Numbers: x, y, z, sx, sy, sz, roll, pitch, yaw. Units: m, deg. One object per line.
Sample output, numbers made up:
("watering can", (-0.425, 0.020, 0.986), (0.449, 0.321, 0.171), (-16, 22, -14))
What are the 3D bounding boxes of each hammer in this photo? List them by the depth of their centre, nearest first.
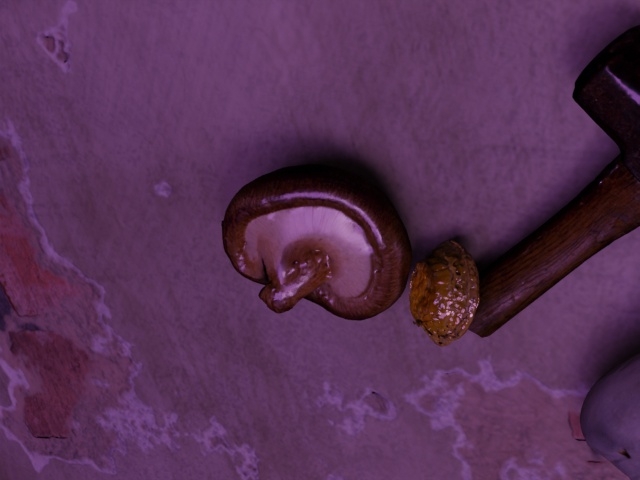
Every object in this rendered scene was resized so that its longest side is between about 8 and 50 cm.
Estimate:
("hammer", (0.270, -0.004, 0.899), (0.242, 0.095, 0.409), (51, 133, 9))

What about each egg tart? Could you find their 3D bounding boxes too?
("egg tart", (0.139, 0.062, 0.996), (0.052, 0.130, 0.130), (6, 127, -20))

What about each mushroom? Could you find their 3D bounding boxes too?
("mushroom", (0.378, 0.160, 0.875), (0.159, 0.122, 0.329), (22, 146, 7))
("mushroom", (0.003, -0.006, 1.035), (0.231, 0.138, 0.194), (29, 113, -3))
